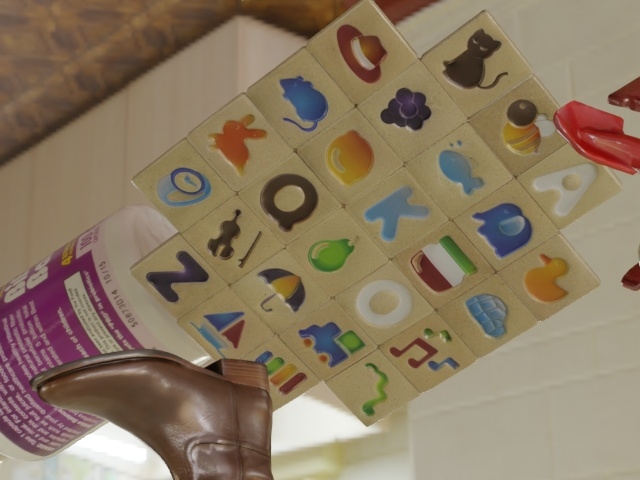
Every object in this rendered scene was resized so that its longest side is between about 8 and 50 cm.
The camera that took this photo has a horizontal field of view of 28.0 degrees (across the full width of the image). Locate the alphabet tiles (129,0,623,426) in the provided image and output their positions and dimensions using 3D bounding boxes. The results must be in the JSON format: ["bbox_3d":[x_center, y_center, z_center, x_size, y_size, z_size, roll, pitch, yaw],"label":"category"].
[{"bbox_3d":[0.036,-0.008,0.961,0.342,0.011,0.285,-35,111,21],"label":"alphabet tiles"}]

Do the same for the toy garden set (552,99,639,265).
[{"bbox_3d":[0.187,-0.040,0.431,0.244,0.203,0.049,29,174,-28],"label":"toy garden set"}]

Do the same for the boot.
[{"bbox_3d":[-0.056,0.101,0.490,0.106,0.114,0.037,4,156,-30],"label":"boot"}]

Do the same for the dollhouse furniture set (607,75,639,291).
[{"bbox_3d":[0.425,-0.028,1.006,0.152,0.201,0.374,-34,-145,-30],"label":"dollhouse furniture set"}]

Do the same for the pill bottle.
[{"bbox_3d":[-0.252,0.108,1.234,0.301,0.169,0.169,-32,152,14],"label":"pill bottle"}]
